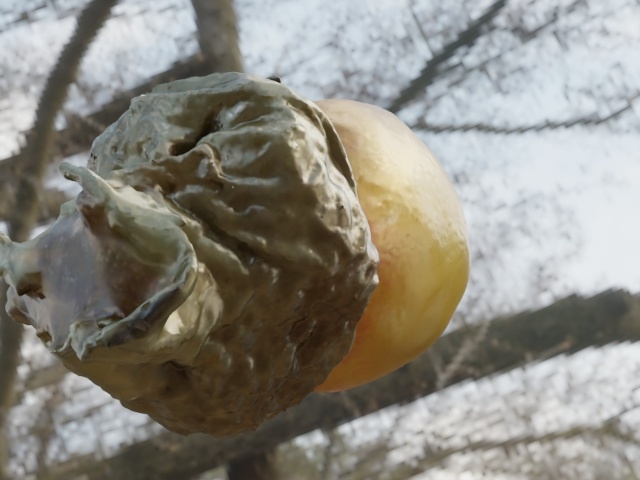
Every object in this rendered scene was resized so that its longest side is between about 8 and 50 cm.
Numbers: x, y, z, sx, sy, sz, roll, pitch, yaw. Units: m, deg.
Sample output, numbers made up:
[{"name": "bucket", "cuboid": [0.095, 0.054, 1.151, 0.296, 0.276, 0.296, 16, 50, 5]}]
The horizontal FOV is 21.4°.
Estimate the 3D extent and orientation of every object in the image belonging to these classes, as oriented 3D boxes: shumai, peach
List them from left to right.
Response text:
[{"name": "shumai", "cuboid": [-0.110, 0.053, 1.301, 0.267, 0.262, 0.314, 10, -63, 18]}, {"name": "peach", "cuboid": [-0.004, -0.003, 1.656, 0.289, 0.289, 0.308, -37, -22, 25]}]
